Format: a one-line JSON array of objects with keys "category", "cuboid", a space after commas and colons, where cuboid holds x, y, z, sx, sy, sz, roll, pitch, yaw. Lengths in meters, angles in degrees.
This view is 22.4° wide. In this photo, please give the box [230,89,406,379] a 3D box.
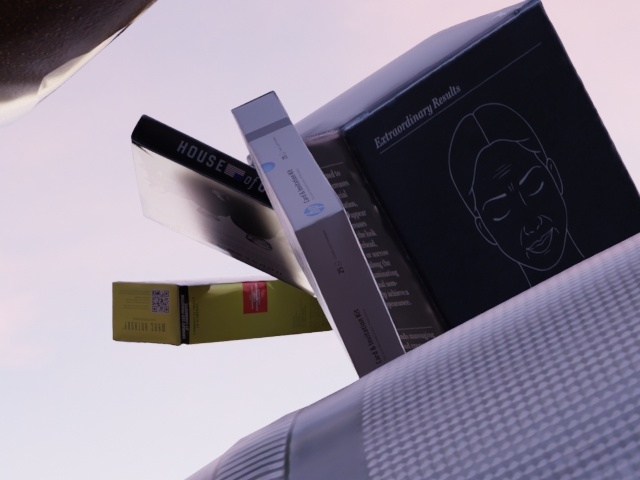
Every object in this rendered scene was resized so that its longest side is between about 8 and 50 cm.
[{"category": "box", "cuboid": [0.000, 0.000, 1.087, 0.038, 0.186, 0.145, -26, -57, -3]}]

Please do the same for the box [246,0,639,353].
[{"category": "box", "cuboid": [0.164, -0.002, 1.706, 0.293, 0.395, 0.212, -34, 12, -28]}]

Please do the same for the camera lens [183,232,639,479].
[{"category": "camera lens", "cuboid": [0.091, 0.113, 0.381, 0.274, 0.219, 0.219, -28, -37, 10]}]

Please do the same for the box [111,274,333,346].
[{"category": "box", "cuboid": [-0.087, 0.063, 1.520, 0.087, 0.058, 0.232, 1, 1, 38]}]

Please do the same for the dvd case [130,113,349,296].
[{"category": "dvd case", "cuboid": [-0.069, -0.022, 1.339, 0.179, 0.030, 0.239, 26, -12, 2]}]

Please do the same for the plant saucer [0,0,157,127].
[{"category": "plant saucer", "cuboid": [-0.045, -0.139, 0.603, 0.310, 0.310, 0.050, -38, -77, 22]}]
